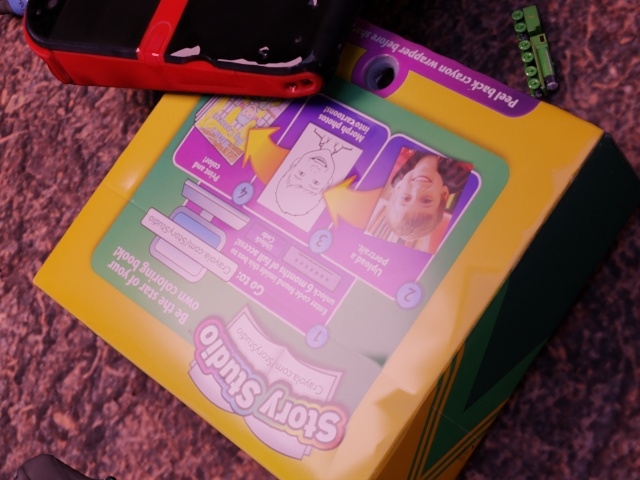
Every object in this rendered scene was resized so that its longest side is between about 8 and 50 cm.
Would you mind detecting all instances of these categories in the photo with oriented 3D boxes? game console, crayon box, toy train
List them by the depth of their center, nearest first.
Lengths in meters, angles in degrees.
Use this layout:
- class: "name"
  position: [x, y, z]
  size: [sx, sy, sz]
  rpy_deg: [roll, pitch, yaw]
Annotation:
- class: "crayon box"
  position: [0.000, 0.000, 0.977]
  size: [0.363, 0.106, 0.313]
  rpy_deg: [32, 86, 37]
- class: "toy train"
  position: [0.166, -0.146, 1.008]
  size: [0.024, 0.017, 0.083]
  rpy_deg: [-14, 60, 11]
- class: "game console"
  position: [-0.062, -0.295, 1.078]
  size: [0.342, 0.060, 0.386]
  rpy_deg: [10, 71, 35]

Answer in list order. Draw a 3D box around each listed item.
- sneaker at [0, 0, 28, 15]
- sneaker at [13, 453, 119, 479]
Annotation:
- class: "sneaker"
  position: [-0.298, -0.296, 1.315]
  size: [0.085, 0.058, 0.152]
  rpy_deg: [1, 74, 21]
- class: "sneaker"
  position: [-0.125, 0.228, 0.963]
  size: [0.106, 0.101, 0.267]
  rpy_deg: [-42, 50, -22]
